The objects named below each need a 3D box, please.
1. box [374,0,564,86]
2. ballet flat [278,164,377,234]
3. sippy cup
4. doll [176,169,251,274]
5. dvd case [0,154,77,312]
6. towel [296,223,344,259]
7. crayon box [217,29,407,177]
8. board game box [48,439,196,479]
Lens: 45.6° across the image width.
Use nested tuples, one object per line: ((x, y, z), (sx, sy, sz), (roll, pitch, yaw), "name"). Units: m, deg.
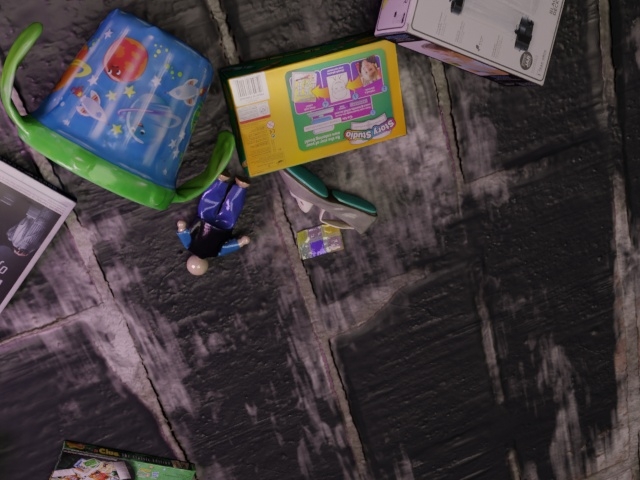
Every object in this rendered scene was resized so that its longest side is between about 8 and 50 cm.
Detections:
((0.239, -0.361, 1.193), (0.289, 0.087, 0.169), (10, 94, -31), "box")
((0.002, -0.067, 1.313), (0.213, 0.072, 0.068), (25, 115, -25), "ballet flat")
((-0.272, -0.194, 1.091), (0.240, 0.305, 0.224), (30, 93, 17), "sippy cup")
((-0.177, -0.022, 1.288), (0.129, 0.046, 0.189), (19, 107, -23), "doll")
((-0.524, -0.013, 1.192), (0.179, 0.029, 0.239), (32, 101, -27), "dvd case")
((0.000, 0.000, 1.376), (0.083, 0.009, 0.060), (-13, 118, -12), "towel")
((-0.008, -0.222, 1.228), (0.278, 0.081, 0.166), (-16, 118, -10), "crayon box")
((-0.384, 0.466, 1.462), (0.259, 0.030, 0.136), (19, 105, -24), "board game box")
